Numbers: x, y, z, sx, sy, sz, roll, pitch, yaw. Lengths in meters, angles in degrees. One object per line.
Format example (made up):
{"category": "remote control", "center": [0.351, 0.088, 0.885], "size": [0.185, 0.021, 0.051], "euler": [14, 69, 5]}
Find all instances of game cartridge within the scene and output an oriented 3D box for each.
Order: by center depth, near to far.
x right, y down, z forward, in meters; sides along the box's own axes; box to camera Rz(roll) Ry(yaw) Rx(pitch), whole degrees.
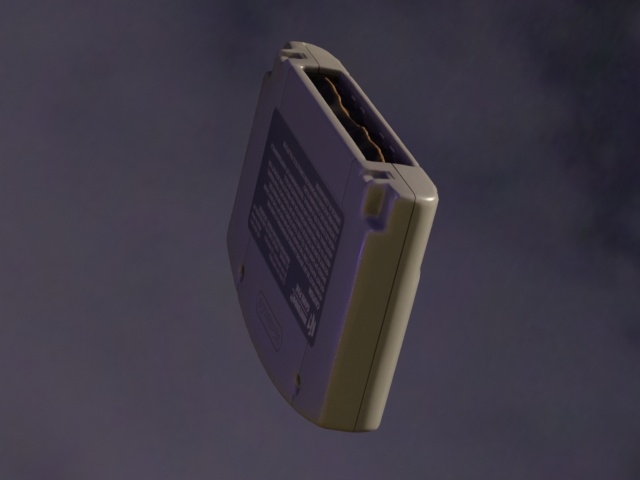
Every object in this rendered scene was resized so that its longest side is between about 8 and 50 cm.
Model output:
{"category": "game cartridge", "center": [0.000, 0.000, 1.367], "size": [0.062, 0.297, 0.198], "euler": [2, -66, -17]}
